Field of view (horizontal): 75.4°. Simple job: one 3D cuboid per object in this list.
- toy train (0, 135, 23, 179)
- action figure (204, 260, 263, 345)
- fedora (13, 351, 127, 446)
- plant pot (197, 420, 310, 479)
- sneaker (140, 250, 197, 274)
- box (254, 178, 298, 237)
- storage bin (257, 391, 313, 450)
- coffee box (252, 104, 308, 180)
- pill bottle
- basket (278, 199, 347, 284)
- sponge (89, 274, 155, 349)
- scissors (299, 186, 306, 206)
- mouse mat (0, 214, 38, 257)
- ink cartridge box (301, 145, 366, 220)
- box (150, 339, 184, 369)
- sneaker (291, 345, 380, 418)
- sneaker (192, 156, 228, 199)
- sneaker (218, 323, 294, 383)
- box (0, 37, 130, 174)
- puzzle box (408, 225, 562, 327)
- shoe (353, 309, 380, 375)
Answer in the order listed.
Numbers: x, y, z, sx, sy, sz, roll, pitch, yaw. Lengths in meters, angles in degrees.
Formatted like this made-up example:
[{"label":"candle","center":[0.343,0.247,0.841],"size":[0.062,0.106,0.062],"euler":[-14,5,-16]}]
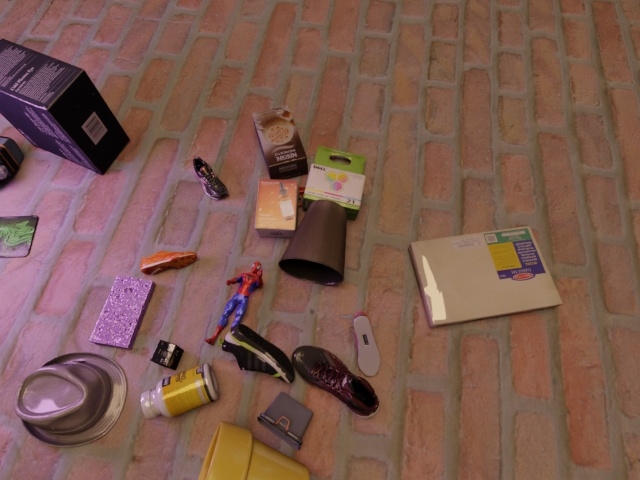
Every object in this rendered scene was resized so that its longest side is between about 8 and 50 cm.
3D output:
[{"label":"toy train","center":[-1.208,-0.282,1.413],"size":[0.333,0.142,0.190],"euler":[8,53,5]},{"label":"action figure","center":[-0.242,0.170,1.210],"size":[0.091,0.139,0.281],"euler":[20,63,7]},{"label":"fedora","center":[-0.674,0.409,1.090],"size":[0.275,0.124,0.244],"euler":[10,65,4]},{"label":"plant pot","center":[-0.163,0.583,0.965],"size":[0.238,0.254,0.254],"euler":[20,65,-10]},{"label":"sneaker","center":[-0.477,0.055,1.298],"size":[0.174,0.064,0.068],"euler":[-10,55,-9]},{"label":"box","center":[-0.138,-0.103,1.348],"size":[0.129,0.091,0.171],"euler":[1,74,1]},{"label":"storage bin","center":[-0.086,0.469,1.095],"size":[0.135,0.098,0.091],"euler":[29,57,12]},{"label":"coffee box","center":[-0.143,-0.346,1.473],"size":[0.141,0.098,0.247],"euler":[-16,66,-8]},{"label":"pill bottle","center":[-0.374,0.408,1.107],"size":[0.184,0.103,0.103],"euler":[-19,66,-10]},{"label":"basket","center":[0.000,0.000,1.287],"size":[0.204,0.154,0.227],"euler":[11,61,10]},{"label":"sponge","center":[-0.588,0.212,1.237],"size":[0.117,0.031,0.210],"euler":[10,64,4]},{"label":"scissors","center":[-0.012,-0.164,1.436],"size":[0.296,0.021,0.109],"euler":[-5,64,-5]},{"label":"mouse mat","center":[-1.032,-0.013,1.351],"size":[0.189,0.007,0.153],"euler":[-2,64,-3]},{"label":"ink cartridge box","center":[0.055,-0.217,1.399],"size":[0.188,0.097,0.256],"euler":[12,70,-1]},{"label":"box","center":[-0.427,0.321,1.158],"size":[0.052,0.083,0.062],"euler":[16,65,5]},{"label":"sneaker","center":[0.045,0.360,1.104],"size":[0.281,0.163,0.106],"euler":[30,68,12]},{"label":"sneaker","center":[-0.388,-0.215,1.419],"size":[0.072,0.077,0.178],"euler":[-41,72,-17]},{"label":"sneaker","center":[-0.178,0.329,1.156],"size":[0.234,0.084,0.097],"euler":[41,99,-4]},{"label":"box","center":[-0.871,-0.426,1.364],"size":[0.312,0.343,0.179],"euler":[22,68,8]},{"label":"puzzle box","center":[0.505,0.109,1.294],"size":[0.408,0.052,0.272],"euler":[-7,64,-5]},{"label":"shoe","center":[0.132,0.293,1.196],"size":[0.063,0.081,0.178],"euler":[-11,94,7]}]
